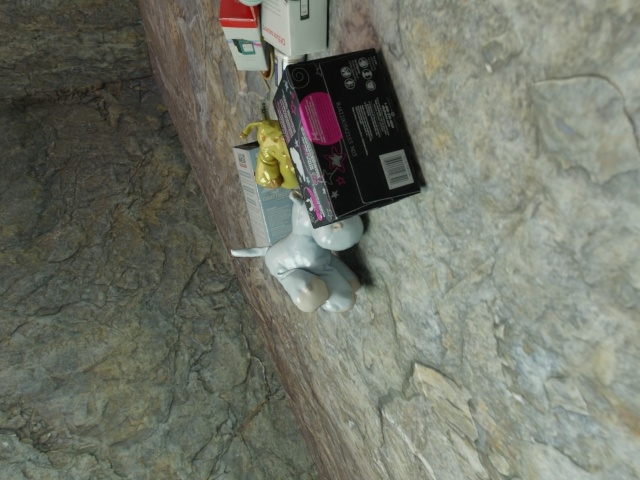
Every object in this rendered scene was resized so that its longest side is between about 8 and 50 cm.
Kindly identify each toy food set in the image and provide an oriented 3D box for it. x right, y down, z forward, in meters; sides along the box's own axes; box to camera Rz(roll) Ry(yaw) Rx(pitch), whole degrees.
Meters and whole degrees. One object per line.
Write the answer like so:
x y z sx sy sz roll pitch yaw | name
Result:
-0.159 -0.486 1.128 0.132 0.038 0.192 66 159 13 | toy food set

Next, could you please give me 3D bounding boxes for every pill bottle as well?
-0.068 -0.368 0.961 0.067 0.067 0.120 55 154 36 | pill bottle

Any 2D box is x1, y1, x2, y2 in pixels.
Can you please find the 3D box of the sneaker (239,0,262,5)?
-0.133 -0.544 0.699 0.256 0.094 0.151 70 165 -14 | sneaker

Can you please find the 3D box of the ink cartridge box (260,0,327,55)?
-0.054 -0.475 0.807 0.148 0.086 0.203 52 152 42 | ink cartridge box

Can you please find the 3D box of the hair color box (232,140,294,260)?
-0.158 -0.114 1.340 0.185 0.113 0.374 29 134 60 | hair color box

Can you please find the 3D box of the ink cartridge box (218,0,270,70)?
-0.159 -0.488 0.924 0.231 0.078 0.134 84 -171 -80 | ink cartridge box

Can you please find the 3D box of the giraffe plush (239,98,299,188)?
-0.052 -0.204 0.938 0.170 0.181 0.210 23 146 49 | giraffe plush

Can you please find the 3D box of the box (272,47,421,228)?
0.038 -0.164 0.730 0.142 0.163 0.247 165 87 -73 | box

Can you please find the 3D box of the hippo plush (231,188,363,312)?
0.000 0.000 0.989 0.294 0.234 0.236 35 110 35 | hippo plush
